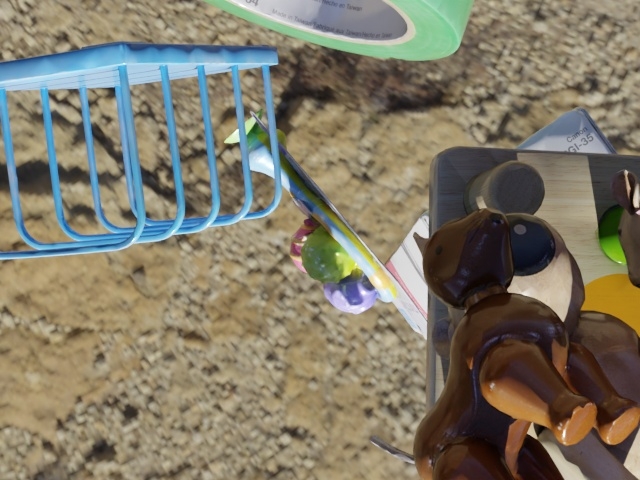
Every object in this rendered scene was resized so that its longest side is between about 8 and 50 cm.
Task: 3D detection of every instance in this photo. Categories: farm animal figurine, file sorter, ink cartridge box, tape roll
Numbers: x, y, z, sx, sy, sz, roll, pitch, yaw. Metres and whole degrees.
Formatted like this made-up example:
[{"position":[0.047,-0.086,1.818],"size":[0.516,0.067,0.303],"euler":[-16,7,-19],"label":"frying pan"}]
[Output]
[{"position":[0.147,0.051,0.647],"size":[0.330,0.172,0.327],"euler":[-25,133,-28],"label":"farm animal figurine"},{"position":[-0.108,-0.053,0.745],"size":[0.170,0.118,0.104],"euler":[-15,99,-65],"label":"file sorter"},{"position":[0.194,-0.008,1.409],"size":[0.207,0.283,0.117],"euler":[-34,84,-10],"label":"ink cartridge box"},{"position":[-0.016,-0.256,1.197],"size":[0.321,0.321,0.077],"euler":[21,84,-28],"label":"tape roll"}]

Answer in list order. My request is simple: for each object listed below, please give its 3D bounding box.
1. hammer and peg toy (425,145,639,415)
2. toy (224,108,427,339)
[{"position":[0.244,0.079,0.850],"size":[0.361,0.127,0.266],"euler":[3,84,-11],"label":"hammer and peg toy"},{"position":[0.000,0.000,1.092],"size":[0.056,0.137,0.237],"euler":[-36,93,-3],"label":"toy"}]
